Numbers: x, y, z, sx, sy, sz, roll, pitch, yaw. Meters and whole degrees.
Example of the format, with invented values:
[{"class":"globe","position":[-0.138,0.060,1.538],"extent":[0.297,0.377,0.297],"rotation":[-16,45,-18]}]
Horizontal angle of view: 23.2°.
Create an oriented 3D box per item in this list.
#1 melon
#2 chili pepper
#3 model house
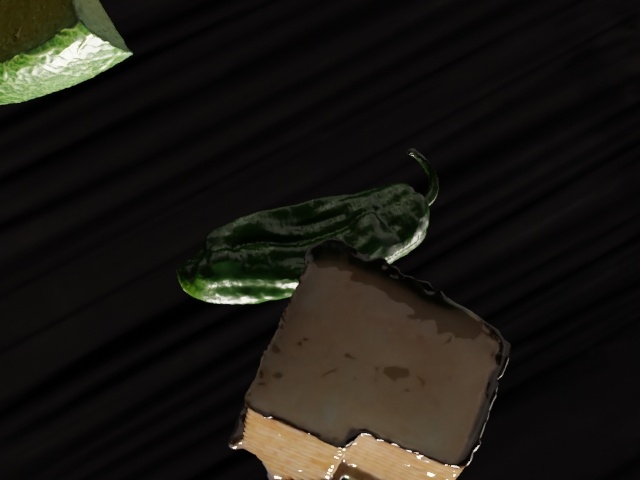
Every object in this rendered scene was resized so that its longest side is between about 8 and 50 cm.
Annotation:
[{"class":"melon","position":[-0.268,-0.165,1.239],"extent":[0.053,0.261,0.114],"rotation":[8,-103,-57]},{"class":"chili pepper","position":[-0.002,0.000,1.405],"extent":[0.074,0.257,0.100],"rotation":[107,143,-56]},{"class":"model house","position":[0.037,0.129,1.251],"extent":[0.183,0.166,0.172],"rotation":[22,150,3]}]
